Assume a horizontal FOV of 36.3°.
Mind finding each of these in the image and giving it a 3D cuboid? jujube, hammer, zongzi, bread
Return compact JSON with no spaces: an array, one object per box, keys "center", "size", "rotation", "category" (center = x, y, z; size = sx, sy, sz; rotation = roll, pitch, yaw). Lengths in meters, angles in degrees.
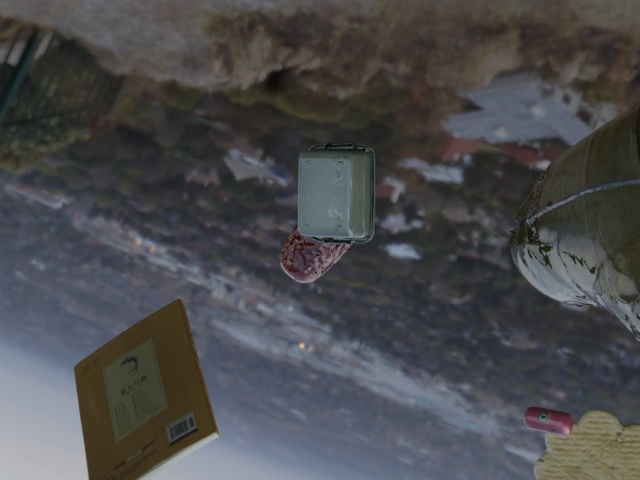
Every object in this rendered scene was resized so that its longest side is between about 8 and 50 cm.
[{"center":[0.000,0.000,1.822],"size":[0.112,0.176,0.109],"rotation":[37,-179,-36],"category":"jujube"},{"center":[0.377,0.298,1.621],"size":[0.083,0.043,0.043],"rotation":[5,160,44],"category":"hammer"},{"center":[0.304,0.044,0.992],"size":[0.174,0.392,0.356],"rotation":[26,149,-12],"category":"zongzi"},{"center":[0.531,0.412,1.798],"size":[0.251,0.181,0.039],"rotation":[19,171,13],"category":"bread"}]

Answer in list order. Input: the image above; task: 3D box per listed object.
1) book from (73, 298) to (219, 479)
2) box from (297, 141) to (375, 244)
[{"center":[-0.338,0.296,1.832],"size":[0.032,0.269,0.389],"rotation":[53,-173,-37],"category":"book"},{"center":[0.021,-0.077,1.615],"size":[0.124,0.172,0.093],"rotation":[1,-176,21],"category":"box"}]
